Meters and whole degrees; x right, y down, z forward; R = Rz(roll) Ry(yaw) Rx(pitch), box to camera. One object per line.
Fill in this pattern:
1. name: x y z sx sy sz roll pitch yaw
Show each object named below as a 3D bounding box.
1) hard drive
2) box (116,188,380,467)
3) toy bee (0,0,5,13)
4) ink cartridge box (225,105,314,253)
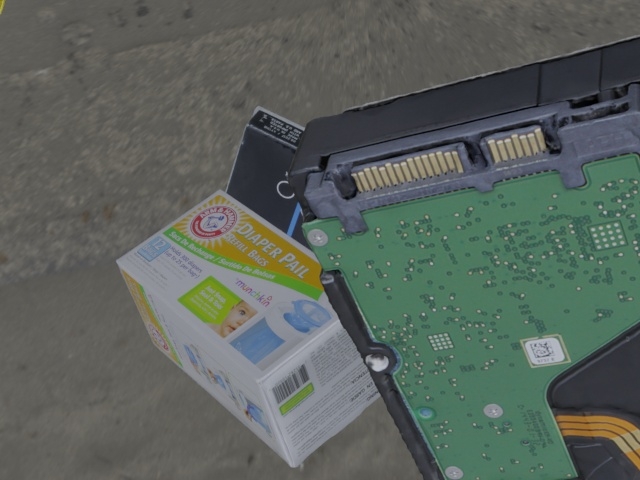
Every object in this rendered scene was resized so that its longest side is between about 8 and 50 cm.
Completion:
1. hard drive: 0.156 0.068 0.545 0.237 0.064 0.339 -13 126 22
2. box: -0.052 0.063 0.968 0.114 0.203 0.103 -37 135 -21
3. toy bee: -0.300 -0.210 0.779 0.162 0.298 0.195 -30 96 18
4. ink cartridge box: 0.000 0.000 1.186 0.206 0.045 0.208 25 131 6
